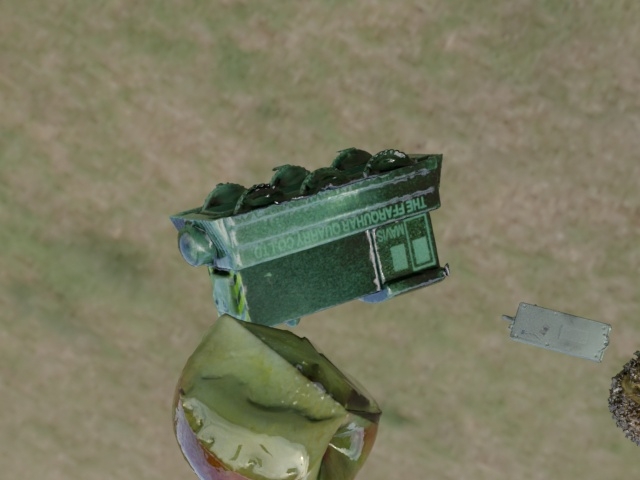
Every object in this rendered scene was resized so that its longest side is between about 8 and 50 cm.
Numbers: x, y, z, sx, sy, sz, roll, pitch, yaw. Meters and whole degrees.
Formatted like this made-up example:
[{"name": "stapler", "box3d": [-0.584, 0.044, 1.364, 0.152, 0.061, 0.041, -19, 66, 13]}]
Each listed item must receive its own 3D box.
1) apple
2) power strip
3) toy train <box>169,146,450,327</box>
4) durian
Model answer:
[{"name": "apple", "box3d": [-0.049, 0.182, 1.635, 0.188, 0.207, 0.173, 25, 128, 25]}, {"name": "power strip", "box3d": [0.283, 0.108, 1.956, 0.136, 0.051, 0.019, 13, 173, 23]}, {"name": "toy train", "box3d": [0.000, 0.000, 1.834, 0.138, 0.330, 0.178, 8, 113, 61]}, {"name": "durian", "box3d": [0.248, 0.116, 1.157, 0.080, 0.080, 0.091, -10, 133, 49]}]
